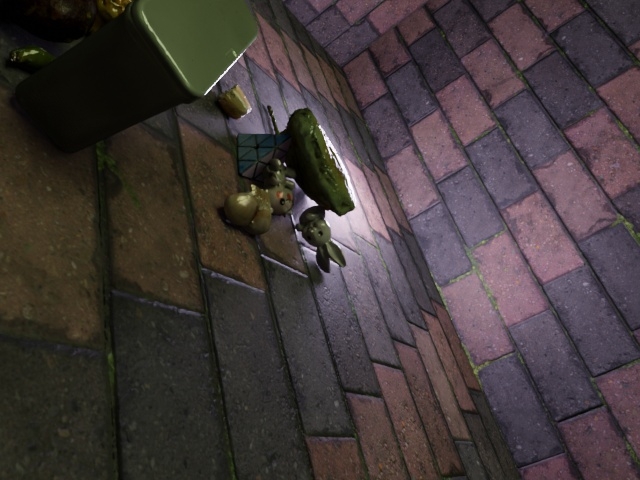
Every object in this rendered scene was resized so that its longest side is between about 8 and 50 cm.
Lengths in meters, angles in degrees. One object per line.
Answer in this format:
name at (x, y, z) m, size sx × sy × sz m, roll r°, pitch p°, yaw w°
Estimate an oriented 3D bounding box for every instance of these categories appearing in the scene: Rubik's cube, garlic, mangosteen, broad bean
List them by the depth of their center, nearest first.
mangosteen at (-0.546, -0.520, 1.035) m, size 0.192 × 0.217 × 0.192 m, roll 27°, pitch 30°, yaw -17°
broad bean at (-0.527, -0.348, 1.075) m, size 0.256 × 0.052 × 0.053 m, roll 12°, pitch 53°, yaw -62°
garlic at (-0.201, -0.082, 1.404) m, size 0.174 × 0.099 × 0.124 m, roll 17°, pitch 65°, yaw -54°
Rubik's cube at (-0.190, -0.262, 1.607) m, size 0.211 × 0.190 × 0.178 m, roll 49°, pitch 40°, yaw -10°

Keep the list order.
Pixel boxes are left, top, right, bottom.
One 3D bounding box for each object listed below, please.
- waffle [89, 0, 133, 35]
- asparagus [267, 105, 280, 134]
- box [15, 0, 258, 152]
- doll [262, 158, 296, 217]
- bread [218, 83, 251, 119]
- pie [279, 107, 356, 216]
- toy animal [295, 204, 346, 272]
waffle at (-0.509, -0.589, 1.320) m, size 0.324 × 0.151 × 0.261 m, roll 52°, pitch 19°, yaw -15°
asparagus at (-0.178, -0.446, 2.019) m, size 0.024 × 0.025 × 0.249 m, roll -5°, pitch 56°, yaw -19°
box at (-0.345, -0.358, 0.994) m, size 0.178 × 0.343 × 0.352 m, roll 58°, pitch 32°, yaw -31°
doll at (-0.137, -0.157, 1.589) m, size 0.149 × 0.095 × 0.192 m, roll 11°, pitch 77°, yaw -65°
bread at (-0.289, -0.462, 1.724) m, size 0.106 × 0.082 × 0.125 m, roll 62°, pitch 9°, yaw -19°
pie at (-0.014, -0.254, 1.764) m, size 0.396 × 0.180 × 0.418 m, roll 62°, pitch -1°, yaw -10°
toy animal at (-0.002, -0.001, 1.699) m, size 0.130 × 0.103 × 0.221 m, roll 23°, pitch 41°, yaw -59°
